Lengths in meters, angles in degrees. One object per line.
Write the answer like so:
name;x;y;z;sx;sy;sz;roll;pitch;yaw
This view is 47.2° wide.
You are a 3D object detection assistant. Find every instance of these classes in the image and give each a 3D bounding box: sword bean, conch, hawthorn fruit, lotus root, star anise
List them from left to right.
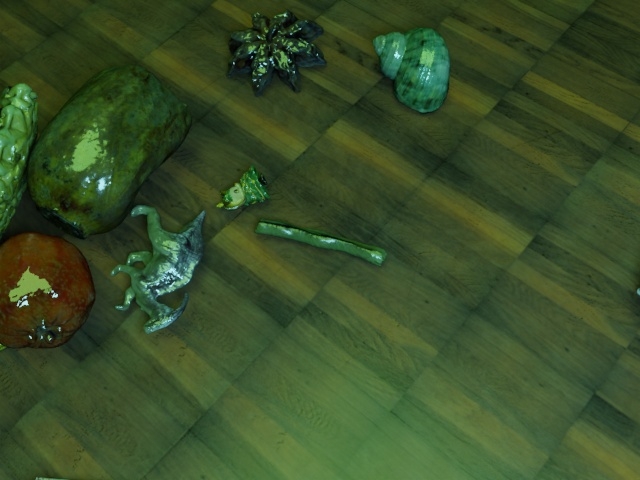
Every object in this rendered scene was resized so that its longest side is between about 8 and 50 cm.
hawthorn fruit;-0.527;0.077;1.355;0.205;0.205;0.253;-22;51;-8
lotus root;-0.433;-0.169;1.462;0.250;0.250;0.346;17;61;15
star anise;-0.107;-0.454;1.691;0.223;0.109;0.236;34;69;27
sword bean;0.001;0.000;1.442;0.269;0.038;0.043;15;56;12
conch;0.205;-0.388;1.614;0.188;0.122;0.176;32;91;26

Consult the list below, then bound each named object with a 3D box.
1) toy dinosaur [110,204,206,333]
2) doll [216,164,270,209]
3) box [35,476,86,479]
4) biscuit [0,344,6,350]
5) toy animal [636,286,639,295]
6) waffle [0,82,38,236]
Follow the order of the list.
toy dinosaur;-0.311;0.048;1.418;0.162;0.077;0.294;7;64;8
doll;-0.154;-0.091;1.510;0.113;0.076;0.078;-43;33;12
box;-0.366;0.420;1.210;0.207;0.050;0.041;2;60;7
biscuit;-0.620;0.172;1.399;0.084;0.023;0.084;-3;57;4
toy animal;0.662;0.095;1.238;0.206;0.272;0.265;-28;32;19
waffle;-0.616;-0.144;1.455;0.073;0.297;0.317;12;64;-16
